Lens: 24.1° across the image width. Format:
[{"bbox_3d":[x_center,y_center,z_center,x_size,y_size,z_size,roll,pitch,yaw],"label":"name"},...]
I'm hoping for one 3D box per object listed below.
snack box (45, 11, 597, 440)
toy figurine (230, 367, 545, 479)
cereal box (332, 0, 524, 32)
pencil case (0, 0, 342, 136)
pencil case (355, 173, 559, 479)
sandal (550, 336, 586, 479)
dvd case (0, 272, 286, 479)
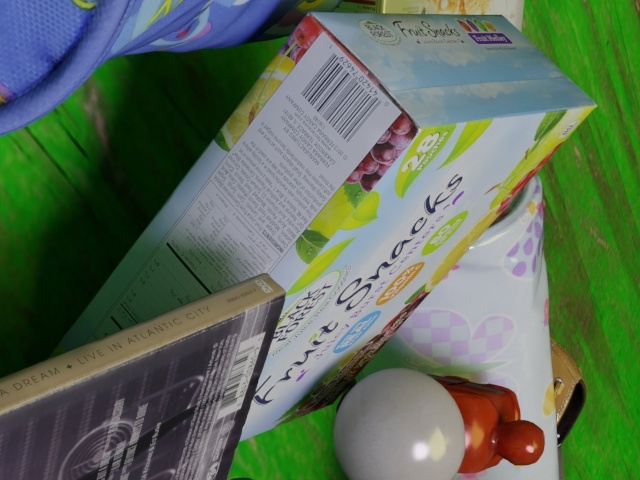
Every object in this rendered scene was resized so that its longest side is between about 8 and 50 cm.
[{"bbox_3d":[0.000,0.000,0.638,0.207,0.070,0.174,-51,161,25],"label":"snack box"},{"bbox_3d":[0.037,0.179,0.698,0.213,0.209,0.148,58,18,13],"label":"toy figurine"},{"bbox_3d":[0.062,-0.175,0.803,0.173,0.047,0.240,-22,119,-55],"label":"cereal box"},{"bbox_3d":[-0.064,-0.110,0.476,0.133,0.119,0.306,-48,178,20],"label":"pencil case"},{"bbox_3d":[0.070,0.080,0.844,0.113,0.124,0.273,-84,169,-57],"label":"pencil case"},{"bbox_3d":[0.150,0.117,1.009,0.090,0.060,0.219,-3,83,-60],"label":"sandal"},{"bbox_3d":[-0.116,0.106,0.515,0.221,0.018,0.164,-22,144,-39],"label":"dvd case"}]
